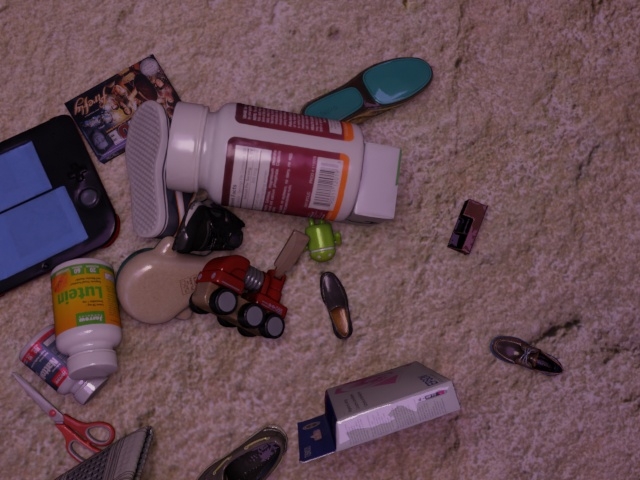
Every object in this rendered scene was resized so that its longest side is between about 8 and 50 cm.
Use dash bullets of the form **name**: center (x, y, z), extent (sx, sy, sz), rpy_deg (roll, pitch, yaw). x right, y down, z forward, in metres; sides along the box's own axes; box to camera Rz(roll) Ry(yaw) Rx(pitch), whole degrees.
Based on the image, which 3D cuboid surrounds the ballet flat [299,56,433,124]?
- **ballet flat**: center (0.104, -0.342, 1.387), extent (0.349, 0.123, 0.123), rpy_deg (-27, 88, -8)

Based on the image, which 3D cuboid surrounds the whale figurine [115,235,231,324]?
- **whale figurine**: center (-0.340, 0.082, 1.334), extent (0.272, 0.141, 0.216), rpy_deg (-20, 117, -24)

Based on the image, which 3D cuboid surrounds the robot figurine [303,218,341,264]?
- **robot figurine**: center (0.000, 0.000, 1.380), extent (0.101, 0.067, 0.115), rpy_deg (-10, 88, -2)

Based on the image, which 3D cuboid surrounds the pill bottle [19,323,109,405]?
- **pill bottle**: center (-0.581, 0.287, 1.306), extent (0.180, 0.108, 0.108), rpy_deg (40, 85, 0)

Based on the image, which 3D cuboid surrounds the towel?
- **towel**: center (-0.503, 0.554, 1.172), extent (0.312, 0.324, 0.056), rpy_deg (-30, 112, 6)

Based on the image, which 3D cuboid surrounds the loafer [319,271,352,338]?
- **loafer**: center (0.042, 0.156, 1.376), extent (0.062, 0.061, 0.170), rpy_deg (-20, 87, -4)

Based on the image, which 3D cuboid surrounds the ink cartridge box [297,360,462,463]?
- **ink cartridge box**: center (0.100, 0.355, 1.235), extent (0.330, 0.324, 0.071), rpy_deg (-16, 86, -5)

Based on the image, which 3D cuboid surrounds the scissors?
- **scissors**: center (-0.620, 0.425, 1.338), extent (0.297, 0.021, 0.109), rpy_deg (30, 87, -3)

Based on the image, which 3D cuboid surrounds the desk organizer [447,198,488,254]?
- **desk organizer**: center (0.364, -0.034, 1.416), extent (0.050, 0.047, 0.130), rpy_deg (22, 85, 0)

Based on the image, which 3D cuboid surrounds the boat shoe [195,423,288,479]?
- **boat shoe**: center (-0.202, 0.551, 1.321), extent (0.305, 0.091, 0.109), rpy_deg (-41, 89, -5)

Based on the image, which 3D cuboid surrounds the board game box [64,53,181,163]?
- **board game box**: center (-0.466, -0.318, 1.385), extent (0.243, 0.042, 0.165), rpy_deg (-32, 89, -5)

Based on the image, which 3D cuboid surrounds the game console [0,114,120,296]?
- **game console**: center (-0.702, -0.076, 1.348), extent (0.387, 0.060, 0.342), rpy_deg (-26, 88, -5)

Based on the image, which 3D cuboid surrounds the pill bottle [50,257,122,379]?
- **pill bottle**: center (-0.516, 0.175, 1.265), extent (0.136, 0.136, 0.245), rpy_deg (-16, 65, -4)

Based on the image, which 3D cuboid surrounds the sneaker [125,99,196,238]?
- **sneaker**: center (-0.372, -0.159, 1.338), extent (0.126, 0.127, 0.321), rpy_deg (-7, 81, 31)

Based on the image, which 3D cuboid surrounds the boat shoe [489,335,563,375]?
- **boat shoe**: center (0.507, 0.280, 1.394), extent (0.183, 0.066, 0.066), rpy_deg (18, 85, -2)

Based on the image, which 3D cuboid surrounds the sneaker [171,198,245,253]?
- **sneaker**: center (-0.231, -0.025, 1.261), extent (0.124, 0.283, 0.107), rpy_deg (24, 104, -2)

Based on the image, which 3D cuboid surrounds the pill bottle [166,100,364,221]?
- **pill bottle**: center (-0.121, -0.173, 1.236), extent (0.392, 0.224, 0.224), rpy_deg (8, 86, -9)

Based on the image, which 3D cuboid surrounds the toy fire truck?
- **toy fire truck**: center (-0.147, 0.081, 1.310), extent (0.217, 0.158, 0.246), rpy_deg (34, 64, -34)

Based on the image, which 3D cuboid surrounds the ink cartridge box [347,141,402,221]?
- **ink cartridge box**: center (0.109, -0.122, 1.321), extent (0.093, 0.219, 0.160), rpy_deg (8, 87, -7)
